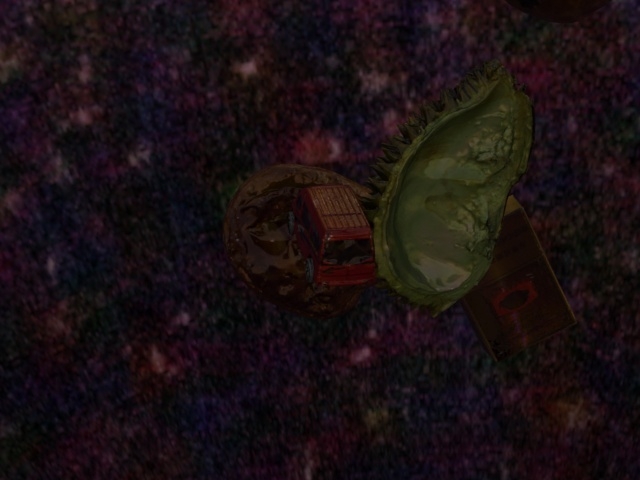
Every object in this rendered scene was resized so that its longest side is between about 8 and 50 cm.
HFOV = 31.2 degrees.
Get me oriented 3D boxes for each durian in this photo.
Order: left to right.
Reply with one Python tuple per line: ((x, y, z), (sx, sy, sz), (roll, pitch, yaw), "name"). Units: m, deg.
((0.160, -0.061, 1.518), (0.198, 0.394, 0.163), (26, 29, 8), "durian")

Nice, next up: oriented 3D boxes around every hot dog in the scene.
((0.000, 0.000, 2.071), (0.267, 0.388, 0.174), (-56, 46, 11), "hot dog")

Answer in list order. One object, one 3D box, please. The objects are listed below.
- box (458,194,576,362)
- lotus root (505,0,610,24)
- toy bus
((0.299, 0.065, 1.872), (0.159, 0.240, 0.071), (-28, 23, 2), "box")
((0.319, -0.414, 1.622), (0.193, 0.291, 0.193), (-7, 76, 31), "lotus root")
((0.012, -0.019, 1.429), (0.081, 0.089, 0.195), (-3, 29, -11), "toy bus")
